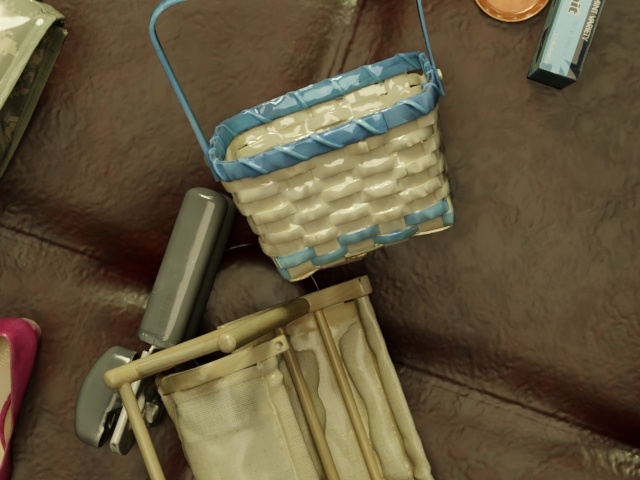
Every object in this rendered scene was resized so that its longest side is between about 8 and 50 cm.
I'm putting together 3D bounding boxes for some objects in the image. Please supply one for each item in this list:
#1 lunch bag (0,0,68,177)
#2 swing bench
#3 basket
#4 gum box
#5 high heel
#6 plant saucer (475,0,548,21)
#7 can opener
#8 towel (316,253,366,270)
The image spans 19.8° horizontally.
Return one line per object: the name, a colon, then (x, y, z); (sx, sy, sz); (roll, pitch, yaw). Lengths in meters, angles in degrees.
lunch bag: (-0.406, -0.159, 1.797); (0.235, 0.169, 0.287); (30, 98, 3)
swing bench: (-0.035, 0.195, 1.764); (0.165, 0.255, 0.253); (-19, 90, 36)
basket: (-0.006, -0.126, 1.742); (0.255, 0.201, 0.289); (-16, 113, 3)
gum box: (0.244, -0.227, 1.740); (0.041, 0.184, 0.157); (18, 93, 3)
high heel: (-0.341, 0.191, 1.828); (0.082, 0.117, 0.244); (26, 93, 3)
plant saucer: (0.191, -0.260, 1.829); (0.083, 0.013, 0.083); (0, 93, 4)
can opener: (-0.173, 0.077, 1.834); (0.095, 0.076, 0.283); (18, 90, 13)
towel: (0.000, 0.000, 1.853); (0.083, 0.009, 0.060); (-16, 91, 4)
